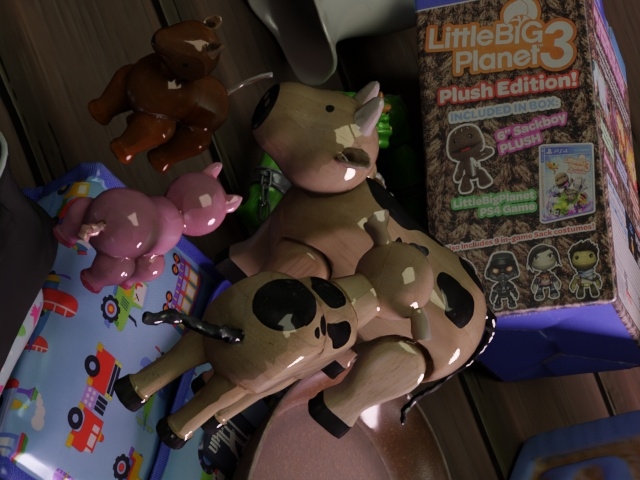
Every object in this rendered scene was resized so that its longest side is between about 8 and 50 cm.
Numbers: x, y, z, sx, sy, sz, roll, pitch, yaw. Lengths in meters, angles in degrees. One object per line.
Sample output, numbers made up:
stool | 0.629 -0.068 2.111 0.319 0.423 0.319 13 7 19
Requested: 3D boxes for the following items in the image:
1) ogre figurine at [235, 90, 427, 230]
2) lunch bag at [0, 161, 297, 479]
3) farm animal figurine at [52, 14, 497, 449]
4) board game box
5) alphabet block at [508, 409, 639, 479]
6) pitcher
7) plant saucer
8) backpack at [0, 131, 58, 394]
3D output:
ogre figurine | 0.014 -0.065 1.237 0.197 0.097 0.118 0 92 -24
lunch bag | -0.125 0.123 1.047 0.293 0.138 0.221 38 51 -38
farm animal figurine | 0.000 0.000 0.948 0.327 0.172 0.330 39 23 -40
board game box | 0.181 -0.051 1.266 0.232 0.141 0.291 42 43 -64
alphabet block | 0.270 0.276 1.255 0.197 0.193 0.192 41 54 -21
pitcher | 0.021 -0.247 1.296 0.207 0.125 0.178 -36 81 -32
plant saucer | 0.014 0.242 1.101 0.310 0.050 0.311 23 62 -54
backpack | -0.293 0.034 0.853 0.191 0.253 0.225 80 26 -57
